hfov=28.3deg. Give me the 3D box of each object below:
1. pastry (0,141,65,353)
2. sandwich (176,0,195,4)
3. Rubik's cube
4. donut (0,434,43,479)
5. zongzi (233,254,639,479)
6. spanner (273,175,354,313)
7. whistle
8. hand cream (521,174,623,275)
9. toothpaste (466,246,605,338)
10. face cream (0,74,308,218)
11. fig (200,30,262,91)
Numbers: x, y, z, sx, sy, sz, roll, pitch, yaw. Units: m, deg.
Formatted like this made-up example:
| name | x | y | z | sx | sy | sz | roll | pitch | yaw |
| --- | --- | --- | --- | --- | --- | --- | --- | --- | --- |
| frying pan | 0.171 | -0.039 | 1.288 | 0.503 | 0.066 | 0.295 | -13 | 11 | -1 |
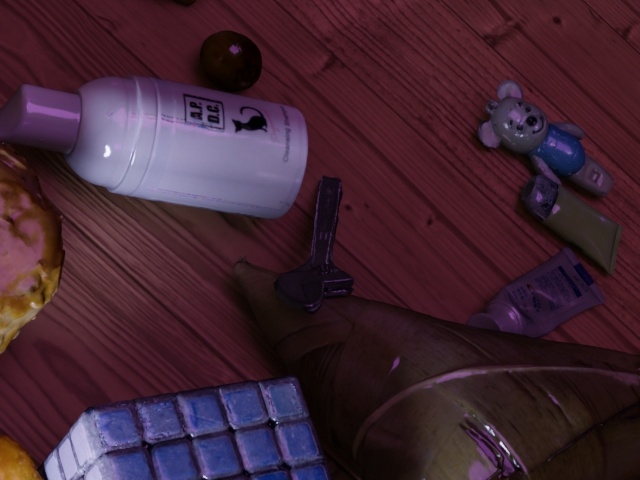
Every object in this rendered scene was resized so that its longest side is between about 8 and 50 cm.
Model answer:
| name | x | y | z | sx | sy | sz | roll | pitch | yaw |
| --- | --- | --- | --- | --- | --- | --- | --- | --- | --- |
| pastry | -0.419 | 0.022 | 1.282 | 0.311 | 0.162 | 0.255 | -11 | 80 | -24 |
| sandwich | -0.233 | -0.484 | 1.719 | 0.271 | 0.099 | 0.301 | 24 | 53 | -17 |
| Rubik's cube | -0.133 | 0.289 | 1.248 | 0.237 | 0.238 | 0.237 | -5 | 65 | -34 |
| donut | -0.378 | 0.277 | 1.182 | 0.253 | 0.118 | 0.253 | 9 | 62 | -18 |
| zongzi | 0.205 | 0.130 | 1.560 | 0.500 | 0.218 | 0.467 | -17 | 64 | -37 |
| spanner | 0.000 | 0.000 | 1.547 | 0.093 | 0.026 | 0.325 | 7 | 29 | 1 |
| whistle | 0.340 | -0.139 | 1.876 | 0.236 | 0.077 | 0.114 | 33 | 71 | -15 |
| hand cream | 0.368 | -0.029 | 1.849 | 0.175 | 0.046 | 0.095 | 34 | 51 | -18 |
| toothpaste | 0.297 | 0.086 | 1.742 | 0.266 | 0.061 | 0.096 | -23 | 76 | -44 |
| face cream | -0.208 | -0.120 | 1.496 | 0.370 | 0.145 | 0.145 | 8 | 60 | -27 |
| fig | -0.126 | -0.242 | 1.665 | 0.098 | 0.082 | 0.084 | 34 | 39 | 28 |
